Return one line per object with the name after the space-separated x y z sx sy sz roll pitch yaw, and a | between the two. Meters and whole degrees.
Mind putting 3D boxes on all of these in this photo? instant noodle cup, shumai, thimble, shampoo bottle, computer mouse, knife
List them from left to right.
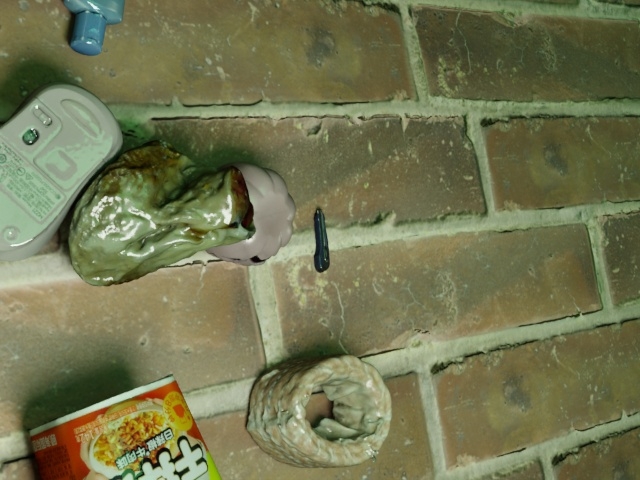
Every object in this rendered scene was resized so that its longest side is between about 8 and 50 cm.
-0.433 -0.105 1.621 0.184 0.121 0.297 40 71 -13 | computer mouse
-0.365 -0.427 1.788 0.103 0.061 0.258 18 69 -35 | shampoo bottle
-0.265 0.375 1.570 0.294 0.294 0.308 -16 83 -41 | instant noodle cup
-0.237 -0.018 1.656 0.272 0.203 0.222 -54 156 -13 | shumai
0.000 0.000 2.022 0.031 0.018 0.121 3 76 -41 | knife
0.003 0.291 1.873 0.229 0.148 0.196 24 65 -36 | thimble

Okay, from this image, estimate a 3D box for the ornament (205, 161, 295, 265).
-0.136 -0.044 1.838 0.177 0.177 0.178 11 73 -38 | ornament
